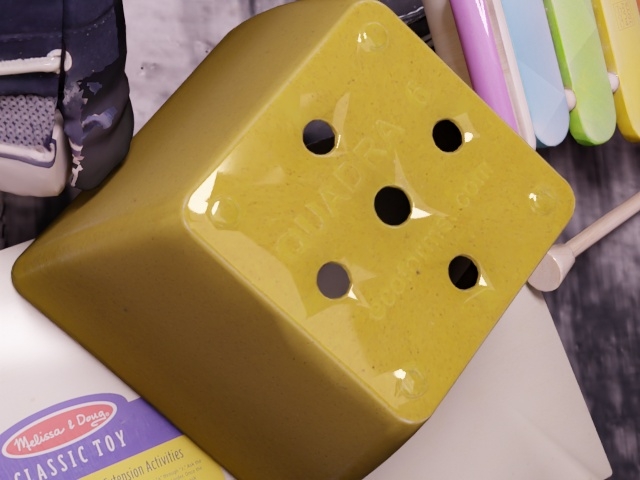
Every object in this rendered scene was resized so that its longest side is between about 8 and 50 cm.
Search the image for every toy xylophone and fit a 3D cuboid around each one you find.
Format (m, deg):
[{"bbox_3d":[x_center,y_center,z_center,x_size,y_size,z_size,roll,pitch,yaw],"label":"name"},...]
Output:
[{"bbox_3d":[0.186,-0.113,0.741,0.323,0.081,0.236,-34,108,-39],"label":"toy xylophone"}]

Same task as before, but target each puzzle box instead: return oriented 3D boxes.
[{"bbox_3d":[-0.042,0.096,0.681,0.409,0.052,0.272,-20,89,-23],"label":"puzzle box"}]

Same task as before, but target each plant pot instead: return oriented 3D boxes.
[{"bbox_3d":[0.000,0.000,0.584,0.212,0.187,0.212,43,69,-10],"label":"plant pot"}]

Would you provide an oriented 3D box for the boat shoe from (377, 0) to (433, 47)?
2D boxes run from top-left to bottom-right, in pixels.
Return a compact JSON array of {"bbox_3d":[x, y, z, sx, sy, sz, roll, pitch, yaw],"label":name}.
[{"bbox_3d":[0.107,-0.233,0.764,0.108,0.102,0.301,46,69,-9],"label":"boat shoe"}]

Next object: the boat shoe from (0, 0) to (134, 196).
[{"bbox_3d":[-0.252,-0.135,0.534,0.341,0.158,0.127,11,47,-2],"label":"boat shoe"}]
